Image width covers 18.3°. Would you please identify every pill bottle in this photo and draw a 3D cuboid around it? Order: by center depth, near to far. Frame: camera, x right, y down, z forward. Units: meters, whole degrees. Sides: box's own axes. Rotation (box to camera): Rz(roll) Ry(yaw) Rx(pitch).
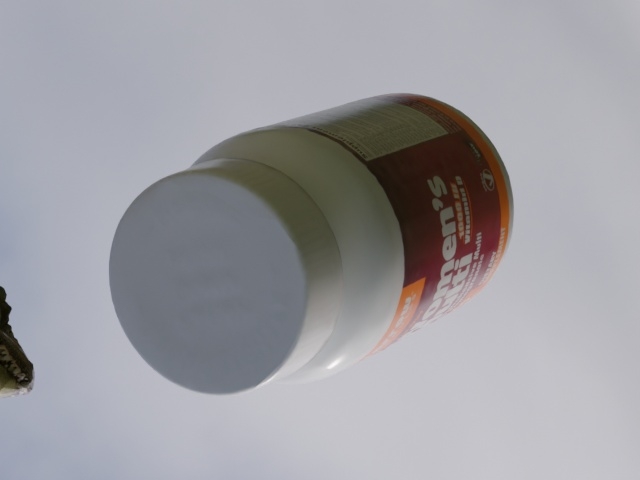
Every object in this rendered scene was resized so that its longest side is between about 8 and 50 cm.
[{"bbox_3d":[0.000,0.000,0.946,0.121,0.121,0.221,50,-153,10],"label":"pill bottle"}]

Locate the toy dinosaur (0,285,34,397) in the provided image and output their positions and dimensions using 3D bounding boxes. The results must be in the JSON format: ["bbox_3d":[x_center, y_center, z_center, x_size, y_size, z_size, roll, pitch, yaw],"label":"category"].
[{"bbox_3d":[-0.184,-0.038,0.616,0.268,0.064,0.118,66,-147,-25],"label":"toy dinosaur"}]
